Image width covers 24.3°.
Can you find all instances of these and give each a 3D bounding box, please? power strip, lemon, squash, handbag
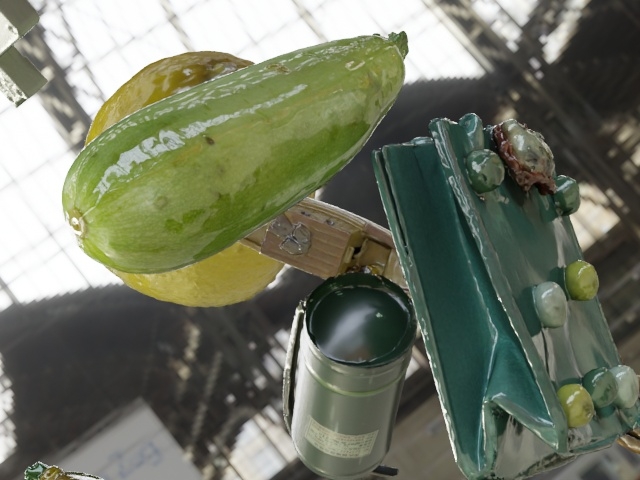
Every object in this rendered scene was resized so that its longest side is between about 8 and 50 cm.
[{"bbox_3d":[-0.386,-0.219,1.720,0.061,0.145,0.216,-51,15,-32],"label":"power strip"},{"bbox_3d":[-0.170,-0.109,2.112,0.364,0.364,0.364,-37,-14,-11],"label":"lemon"},{"bbox_3d":[-0.041,-0.076,1.127,0.371,0.118,0.118,-30,-17,-42],"label":"squash"},{"bbox_3d":[0.161,0.040,1.142,0.100,0.274,0.269,-18,-10,26],"label":"handbag"}]

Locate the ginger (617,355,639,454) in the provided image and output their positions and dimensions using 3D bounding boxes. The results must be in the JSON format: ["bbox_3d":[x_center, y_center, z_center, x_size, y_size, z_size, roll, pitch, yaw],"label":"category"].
[{"bbox_3d":[0.397,0.196,1.944,0.133,0.309,0.107,-53,-14,20],"label":"ginger"}]

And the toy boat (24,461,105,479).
[{"bbox_3d":[-0.248,0.333,1.725,0.089,0.229,0.088,-46,-1,-30],"label":"toy boat"}]

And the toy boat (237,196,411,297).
[{"bbox_3d":[0.000,0.000,1.849,0.121,0.321,0.089,-14,-56,-75],"label":"toy boat"}]

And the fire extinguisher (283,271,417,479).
[{"bbox_3d":[0.021,0.137,1.266,0.294,0.118,0.093,97,-166,-57],"label":"fire extinguisher"}]
